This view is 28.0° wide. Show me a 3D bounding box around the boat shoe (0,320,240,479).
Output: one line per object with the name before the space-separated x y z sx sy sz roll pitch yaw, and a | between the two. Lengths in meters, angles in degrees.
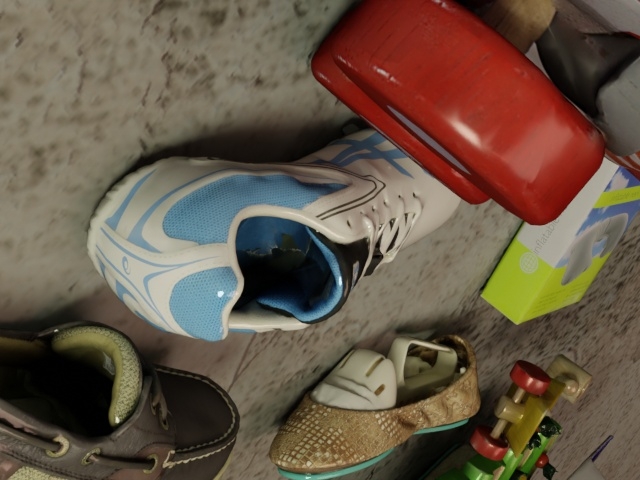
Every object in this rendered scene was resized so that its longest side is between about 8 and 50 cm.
boat shoe | -0.098 0.071 0.526 0.073 0.080 0.223 -53 151 18

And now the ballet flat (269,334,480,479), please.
ballet flat | 0.038 0.097 0.819 0.206 0.073 0.067 -11 109 -57

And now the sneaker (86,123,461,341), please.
sneaker | 0.000 0.000 0.580 0.237 0.086 0.085 -14 139 -52

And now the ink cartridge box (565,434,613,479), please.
ink cartridge box | 0.145 0.293 1.023 0.371 0.069 0.175 -25 148 -56

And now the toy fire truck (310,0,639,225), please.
toy fire truck | 0.146 -0.054 0.491 0.169 0.254 0.302 -51 -174 3

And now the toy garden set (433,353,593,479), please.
toy garden set | 0.148 0.172 0.968 0.244 0.049 0.203 -9 131 -62

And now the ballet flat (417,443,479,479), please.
ballet flat | 0.083 0.232 1.073 0.168 0.052 0.057 -37 152 -25

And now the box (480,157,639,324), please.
box | 0.192 -0.028 0.905 0.109 0.042 0.178 -12 137 -53
